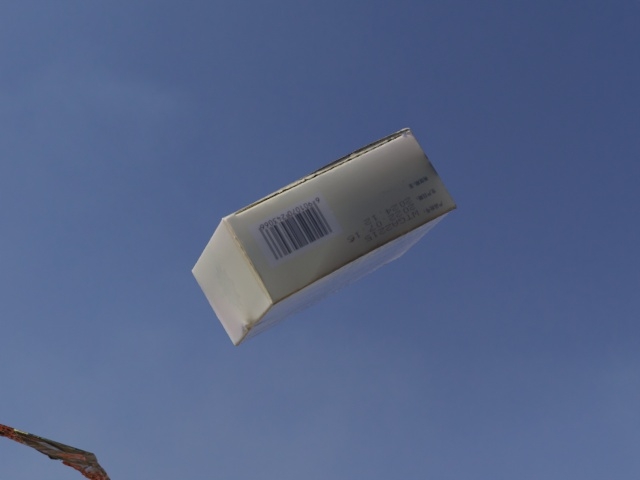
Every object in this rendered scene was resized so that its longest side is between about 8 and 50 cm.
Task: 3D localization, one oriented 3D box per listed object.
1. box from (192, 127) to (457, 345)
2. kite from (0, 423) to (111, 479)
[{"bbox_3d":[0.000,0.000,1.131,0.212,0.095,0.168,-27,-11,-23],"label":"box"},{"bbox_3d":[-0.279,0.231,1.283,0.222,0.008,0.125,35,-29,-32],"label":"kite"}]
